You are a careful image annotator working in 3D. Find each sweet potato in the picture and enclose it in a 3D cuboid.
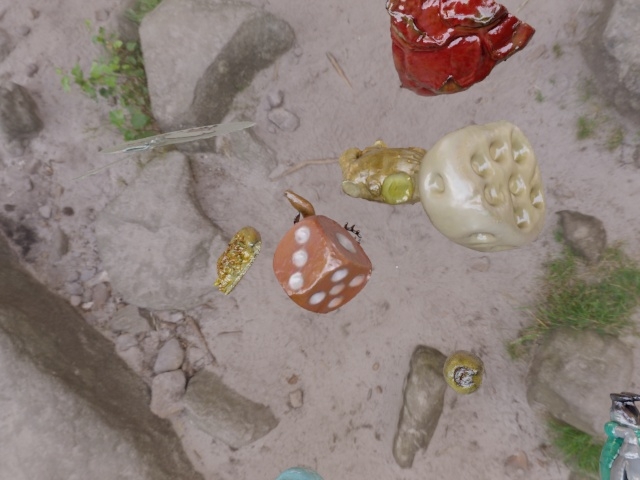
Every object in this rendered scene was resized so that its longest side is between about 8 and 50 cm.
[{"bbox_3d":[-0.053,-0.107,1.622,0.058,0.055,0.202,-23,114,41],"label":"sweet potato"}]

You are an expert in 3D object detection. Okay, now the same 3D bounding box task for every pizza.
[{"bbox_3d":[-0.288,0.025,1.644,0.087,0.268,0.258,31,117,-20],"label":"pizza"}]

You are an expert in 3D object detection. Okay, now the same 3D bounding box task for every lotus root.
[{"bbox_3d":[0.536,0.483,1.697,0.154,0.278,0.154,-2,85,25],"label":"lotus root"}]

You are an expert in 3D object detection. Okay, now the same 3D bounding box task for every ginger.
[{"bbox_3d":[0.141,-0.122,0.851,0.216,0.157,0.102,2,123,2],"label":"ginger"}]

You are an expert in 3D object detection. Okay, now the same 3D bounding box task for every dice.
[{"bbox_3d":[0.001,0.059,1.106,0.179,0.175,0.174,-47,54,20],"label":"dice"}]

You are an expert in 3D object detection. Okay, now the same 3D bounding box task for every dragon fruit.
[{"bbox_3d":[0.301,-0.477,1.087,0.286,0.329,0.228,-50,56,18],"label":"dragon fruit"}]

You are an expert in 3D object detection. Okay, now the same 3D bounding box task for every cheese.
[{"bbox_3d":[0.267,-0.090,0.744,0.235,0.117,0.218,42,64,-21],"label":"cheese"}]

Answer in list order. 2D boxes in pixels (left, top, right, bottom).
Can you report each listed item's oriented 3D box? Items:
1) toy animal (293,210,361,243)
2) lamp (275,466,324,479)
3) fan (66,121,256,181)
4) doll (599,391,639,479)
[{"bbox_3d":[-0.007,0.010,1.572,0.244,0.087,0.260,33,128,5],"label":"toy animal"},{"bbox_3d":[-0.031,0.587,0.864,0.209,0.147,0.283,-25,75,36],"label":"lamp"},{"bbox_3d":[-0.177,-0.106,0.493,0.191,0.329,0.009,-6,110,8],"label":"fan"},{"bbox_3d":[0.674,0.476,0.981,0.195,0.153,0.258,-25,94,-18],"label":"doll"}]
